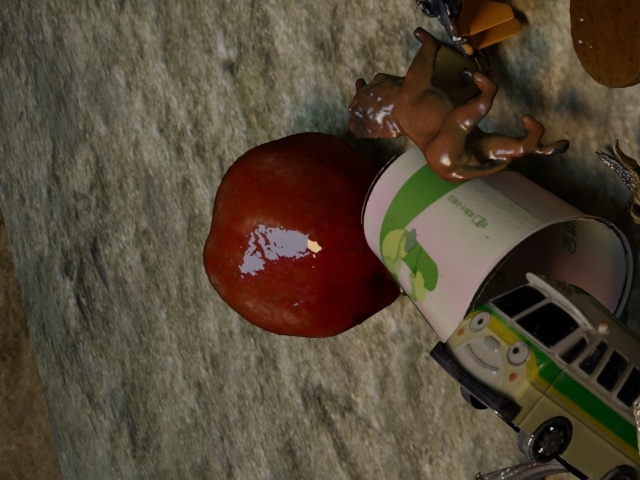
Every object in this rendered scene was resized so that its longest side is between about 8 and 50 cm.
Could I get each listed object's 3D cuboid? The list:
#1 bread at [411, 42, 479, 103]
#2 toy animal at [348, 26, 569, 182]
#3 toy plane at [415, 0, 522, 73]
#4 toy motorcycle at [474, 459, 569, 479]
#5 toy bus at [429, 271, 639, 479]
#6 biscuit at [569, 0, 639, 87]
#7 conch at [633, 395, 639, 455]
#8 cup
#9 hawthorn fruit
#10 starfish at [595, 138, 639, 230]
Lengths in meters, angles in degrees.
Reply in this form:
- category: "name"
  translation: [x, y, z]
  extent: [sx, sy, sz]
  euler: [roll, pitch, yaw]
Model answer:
- category: "bread"
  translation: [0.155, -0.199, 2.036]
  extent: [0.115, 0.056, 0.082]
  euler: [40, 138, 39]
- category: "toy animal"
  translation: [0.138, -0.142, 1.921]
  extent: [0.097, 0.157, 0.312]
  euler: [36, -173, -41]
- category: "toy plane"
  translation: [0.129, -0.361, 1.935]
  extent: [0.316, 0.103, 0.204]
  euler: [66, -169, 18]
- category: "toy motorcycle"
  translation: [0.298, 0.398, 2.043]
  extent: [0.319, 0.182, 0.241]
  euler: [23, 126, 49]
- category: "toy bus"
  translation: [0.283, 0.162, 1.802]
  extent: [0.305, 0.179, 0.143]
  euler: [36, -176, -40]
- category: "biscuit"
  translation: [0.367, -0.313, 1.631]
  extent: [0.432, 0.064, 0.283]
  euler: [114, 138, -54]
- category: "conch"
  translation: [0.450, 0.212, 1.738]
  extent: [0.291, 0.159, 0.210]
  euler: [-44, 74, 14]
- category: "cup"
  translation: [0.200, 0.016, 1.941]
  extent: [0.274, 0.253, 0.253]
  euler: [48, 143, 44]
- category: "hawthorn fruit"
  translation: [-0.014, -0.008, 2.215]
  extent: [0.311, 0.295, 0.295]
  euler: [-21, 90, 58]
- category: "starfish"
  translation: [0.353, -0.053, 1.839]
  extent: [0.130, 0.041, 0.133]
  euler: [84, 170, -59]
